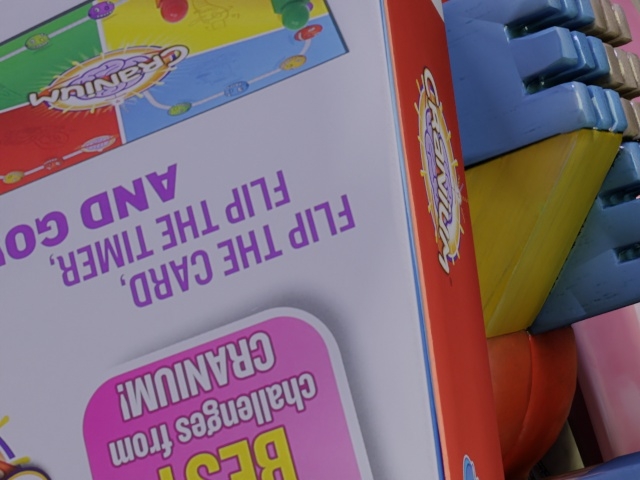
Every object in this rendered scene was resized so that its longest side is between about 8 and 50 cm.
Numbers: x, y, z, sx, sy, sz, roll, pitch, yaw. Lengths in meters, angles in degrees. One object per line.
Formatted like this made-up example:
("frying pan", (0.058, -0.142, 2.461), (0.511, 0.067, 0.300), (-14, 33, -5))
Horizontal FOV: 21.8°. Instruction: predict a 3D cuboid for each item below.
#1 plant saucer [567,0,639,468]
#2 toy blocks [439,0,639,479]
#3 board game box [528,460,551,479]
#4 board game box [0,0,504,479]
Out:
("plant saucer", (0.140, 0.004, 0.811), (0.332, 0.084, 0.332), (-19, 90, -86))
("toy blocks", (0.000, 0.000, 0.550), (0.190, 0.261, 0.381), (-2, 74, -65))
("board game box", (0.068, 0.186, 0.742), (0.194, 0.060, 0.194), (55, 35, -13))
("board game box", (-0.084, -0.028, 0.470), (0.064, 0.242, 0.317), (32, 50, -67))
